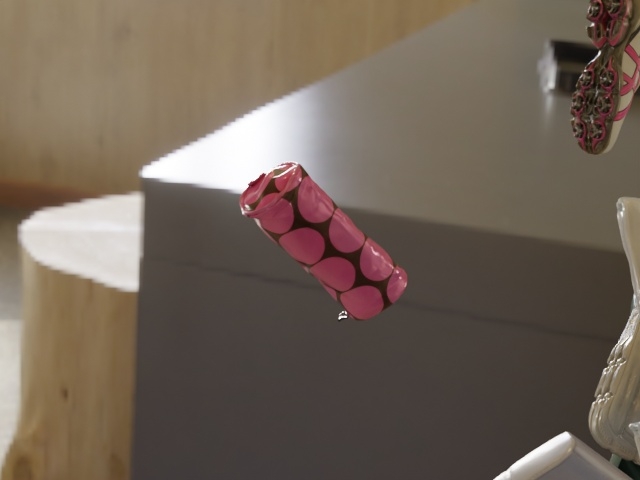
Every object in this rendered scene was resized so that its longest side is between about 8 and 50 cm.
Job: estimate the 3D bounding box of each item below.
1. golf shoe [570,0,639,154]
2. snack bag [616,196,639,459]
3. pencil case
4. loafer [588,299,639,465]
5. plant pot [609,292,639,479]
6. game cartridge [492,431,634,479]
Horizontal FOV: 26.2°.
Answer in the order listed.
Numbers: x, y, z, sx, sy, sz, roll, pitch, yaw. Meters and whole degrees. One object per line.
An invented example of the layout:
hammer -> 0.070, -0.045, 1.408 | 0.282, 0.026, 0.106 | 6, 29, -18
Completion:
golf shoe -> 0.328, -0.181, 1.493 | 0.086, 0.186, 0.067 | 11, 1, -34
snack bag -> 0.357, 0.126, 0.994 | 0.323, 0.343, 0.037 | 0, -19, -27
pencil case -> 0.000, 0.000, 1.507 | 0.095, 0.209, 0.098 | -41, 32, 3
loafer -> 0.366, 0.070, 1.352 | 0.111, 0.320, 0.112 | 22, -3, 0
plant pot -> 0.529, 0.190, 1.751 | 0.341, 0.341, 0.334 | 5, 40, 4
game cartridge -> 0.176, 0.319, 1.185 | 0.196, 0.294, 0.060 | 37, 9, -5
